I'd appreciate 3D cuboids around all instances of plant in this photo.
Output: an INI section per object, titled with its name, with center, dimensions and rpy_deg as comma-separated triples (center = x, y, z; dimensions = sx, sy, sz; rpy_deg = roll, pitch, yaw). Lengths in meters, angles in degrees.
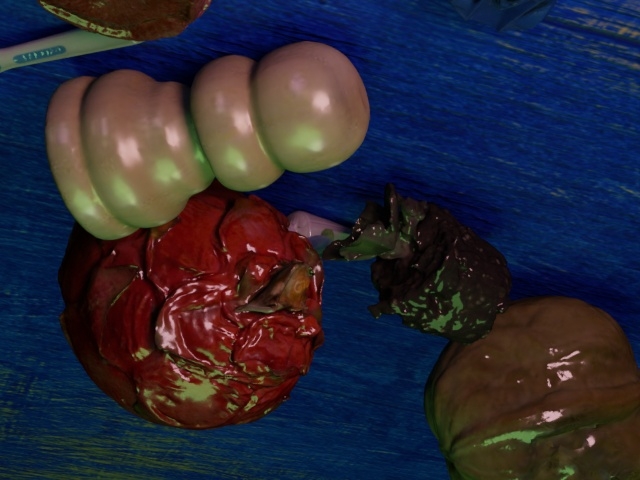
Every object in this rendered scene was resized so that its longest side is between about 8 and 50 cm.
[plant]
center = 0.112, 0.025, 1.648
dimensions = 0.203, 0.131, 0.142
rpy_deg = 27, 119, -14

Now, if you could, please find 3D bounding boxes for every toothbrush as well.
[toothbrush]
center = -0.334, -0.179, 1.463
dimensions = 0.386, 0.040, 0.040
rpy_deg = -9, 150, 21

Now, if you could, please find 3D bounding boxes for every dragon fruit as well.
[dragon fruit]
center = -0.144, 0.067, 1.615
dimensions = 0.342, 0.277, 0.277
rpy_deg = 3, 159, 46

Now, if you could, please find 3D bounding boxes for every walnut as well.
[walnut]
center = 0.273, 0.220, 1.836
dimensions = 0.277, 0.282, 0.253
rpy_deg = -16, 148, 4

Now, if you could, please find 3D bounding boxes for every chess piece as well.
[chess piece]
center = -0.098, -0.111, 1.431
dimensions = 0.300, 0.167, 0.167
rpy_deg = -13, 149, 20

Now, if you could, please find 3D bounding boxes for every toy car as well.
[toy car]
center = 0.176, -0.238, 1.191
dimensions = 0.103, 0.063, 0.216
rpy_deg = 15, 153, -16

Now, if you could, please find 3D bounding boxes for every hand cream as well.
[hand cream]
center = 0.000, 0.000, 1.736
dimensions = 0.084, 0.053, 0.142
rpy_deg = -20, 154, 41

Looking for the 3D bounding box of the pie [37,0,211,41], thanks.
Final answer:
[pie]
center = -0.179, -0.237, 1.284
dimensions = 0.182, 0.049, 0.182
rpy_deg = 9, 154, 5
